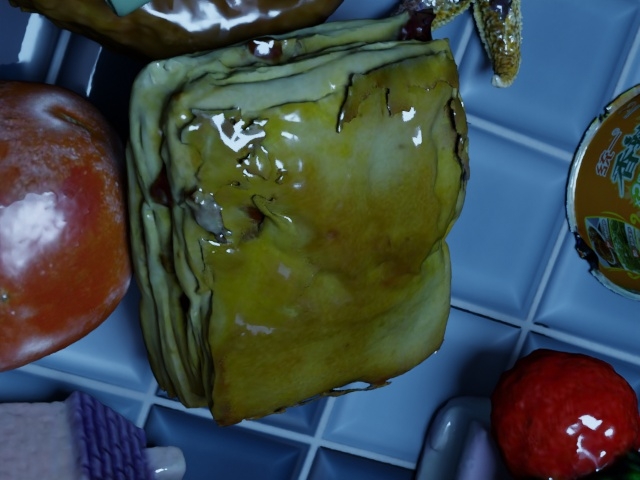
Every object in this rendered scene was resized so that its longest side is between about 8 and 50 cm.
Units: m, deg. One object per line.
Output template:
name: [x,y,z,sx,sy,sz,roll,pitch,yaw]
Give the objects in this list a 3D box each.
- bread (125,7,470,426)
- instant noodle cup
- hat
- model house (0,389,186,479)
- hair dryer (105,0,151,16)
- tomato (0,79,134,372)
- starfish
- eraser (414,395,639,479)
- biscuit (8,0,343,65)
bread: [0.000,0.000,0.839,0.277,0.167,0.324,-19,137,-30]
instant noodle cup: [0.370,-0.031,1.006,0.230,0.182,0.230,-4,104,-16]
hat: [0.220,0.254,0.895,0.242,0.274,0.332,8,71,-26]
model house: [-0.209,0.264,0.878,0.237,0.237,0.202,2,123,-21]
hair dryer: [-0.143,-0.228,0.722,0.071,0.047,0.150,-33,98,-9]
tomato: [-0.247,-0.005,0.825,0.232,0.188,0.232,-5,112,-12]
starfish: [0.128,-0.248,0.954,0.216,0.071,0.238,-24,97,-4]
eraser: [0.204,0.344,1.074,0.272,0.122,0.359,10,98,-16]
biscuit: [-0.095,-0.328,0.818,0.342,0.166,0.395,26,93,-21]
